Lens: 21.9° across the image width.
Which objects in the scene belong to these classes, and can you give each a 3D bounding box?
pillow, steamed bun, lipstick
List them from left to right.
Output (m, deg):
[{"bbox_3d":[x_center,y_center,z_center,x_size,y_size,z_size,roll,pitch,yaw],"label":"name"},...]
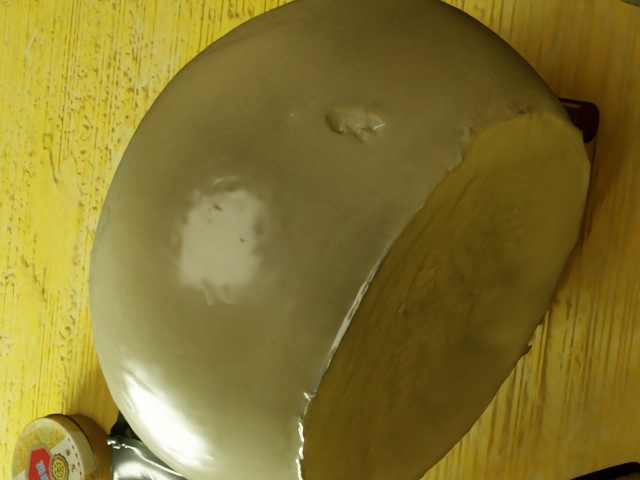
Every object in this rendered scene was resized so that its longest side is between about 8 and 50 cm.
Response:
[{"bbox_3d":[-0.113,0.159,1.275,0.136,0.055,0.091,15,69,40],"label":"pillow"},{"bbox_3d":[0.000,0.000,0.974,0.206,0.324,0.324,33,113,27],"label":"steamed bun"},{"bbox_3d":[0.104,-0.089,1.079,0.176,0.027,0.027,15,101,44],"label":"lipstick"}]

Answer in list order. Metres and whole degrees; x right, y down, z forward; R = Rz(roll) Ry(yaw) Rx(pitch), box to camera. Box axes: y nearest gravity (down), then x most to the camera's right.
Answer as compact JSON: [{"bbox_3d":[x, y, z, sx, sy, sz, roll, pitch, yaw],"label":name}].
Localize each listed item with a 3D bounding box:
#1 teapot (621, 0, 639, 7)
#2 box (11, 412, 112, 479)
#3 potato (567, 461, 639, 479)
[{"bbox_3d":[0.169,-0.262,0.870,0.322,0.239,0.239,36,143,29],"label":"teapot"},{"bbox_3d":[-0.215,0.197,1.382,0.106,0.037,0.105,1,92,43],"label":"box"},{"bbox_3d":[0.176,0.190,0.990,0.096,0.066,0.103,-26,78,56],"label":"potato"}]
